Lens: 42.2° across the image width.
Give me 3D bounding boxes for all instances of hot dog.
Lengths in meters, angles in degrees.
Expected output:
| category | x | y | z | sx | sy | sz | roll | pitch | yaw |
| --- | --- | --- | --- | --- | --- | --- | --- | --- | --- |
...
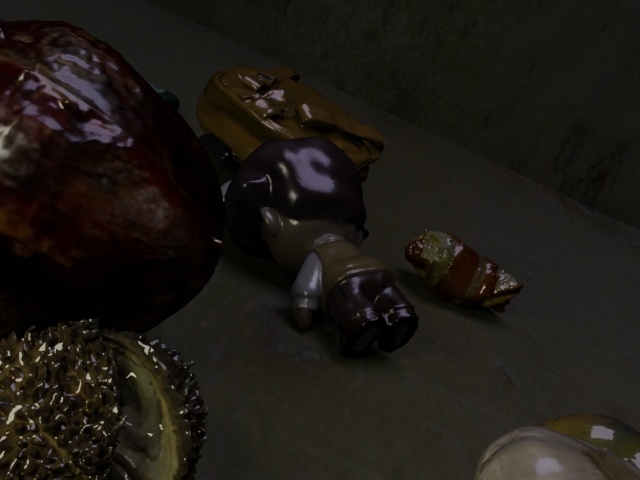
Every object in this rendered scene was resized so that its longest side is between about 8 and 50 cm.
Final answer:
| category | x | y | z | sx | sy | sz | roll | pitch | yaw |
| --- | --- | --- | --- | --- | --- | --- | --- | --- | --- |
| hot dog | 0.237 | 0.060 | 1.418 | 0.213 | 0.103 | 0.146 | 31 | -4 | -10 |

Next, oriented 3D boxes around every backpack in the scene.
| category | x | y | z | sx | sy | sz | roll | pitch | yaw |
| --- | --- | --- | --- | --- | --- | --- | --- | --- | --- |
| backpack | -0.075 | -0.206 | 1.576 | 0.353 | 0.201 | 0.378 | 36 | 19 | 28 |

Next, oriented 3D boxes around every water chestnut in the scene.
| category | x | y | z | sx | sy | sz | roll | pitch | yaw |
| --- | --- | --- | --- | --- | --- | --- | --- | --- | --- |
| water chestnut | -0.257 | -0.016 | 0.721 | 0.350 | 0.302 | 0.350 | 21 | -22 | 9 |

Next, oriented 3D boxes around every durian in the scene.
| category | x | y | z | sx | sy | sz | roll | pitch | yaw |
| --- | --- | --- | --- | --- | --- | --- | --- | --- | --- |
| durian | -0.186 | 0.135 | 0.610 | 0.196 | 0.167 | 0.196 | 21 | -7 | 3 |

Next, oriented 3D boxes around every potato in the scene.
| category | x | y | z | sx | sy | sz | roll | pitch | yaw |
| --- | --- | --- | --- | --- | --- | --- | --- | --- | --- |
| potato | 0.314 | 0.258 | 0.942 | 0.202 | 0.117 | 0.182 | 30 | 22 | 14 |

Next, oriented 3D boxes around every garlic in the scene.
| category | x | y | z | sx | sy | sz | roll | pitch | yaw |
| --- | --- | --- | --- | --- | --- | --- | --- | --- | --- |
| garlic | 0.227 | 0.267 | 0.739 | 0.228 | 0.152 | 0.228 | 27 | 11 | -5 |

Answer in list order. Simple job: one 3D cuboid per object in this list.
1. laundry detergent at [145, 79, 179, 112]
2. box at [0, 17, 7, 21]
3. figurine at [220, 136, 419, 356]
| category | x | y | z | sx | sy | sz | roll | pitch | yaw |
| --- | --- | --- | --- | --- | --- | --- | --- | --- | --- |
| laundry detergent | -0.396 | -0.302 | 1.652 | 0.211 | 0.063 | 0.137 | 30 | 25 | 14 |
| box | -0.618 | -0.292 | 1.199 | 0.188 | 0.153 | 0.252 | 30 | 18 | 9 |
| figurine | -0.002 | 0.017 | 1.178 | 0.218 | 0.206 | 0.365 | -10 | 59 | -24 |
